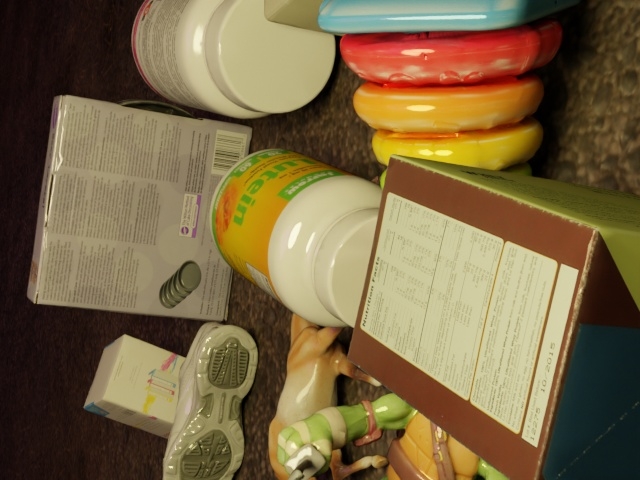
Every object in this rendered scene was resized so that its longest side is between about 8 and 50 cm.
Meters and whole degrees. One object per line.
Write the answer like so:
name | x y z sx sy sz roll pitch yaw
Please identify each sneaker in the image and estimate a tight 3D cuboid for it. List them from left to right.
sneaker | -0.139 0.207 1.309 0.115 0.090 0.232 23 96 69

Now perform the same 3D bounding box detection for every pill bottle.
pill bottle | -0.104 -0.223 1.233 0.283 0.160 0.160 24 106 62
pill bottle | 0.000 0.000 0.984 0.246 0.136 0.136 28 109 61

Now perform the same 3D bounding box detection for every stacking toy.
stacking toy | 0.105 -0.051 0.825 0.166 0.175 0.302 5 110 30

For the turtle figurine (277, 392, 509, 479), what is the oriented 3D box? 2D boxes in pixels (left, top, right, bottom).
turtle figurine | 0.055 0.216 0.769 0.274 0.198 0.266 -89 11 -53

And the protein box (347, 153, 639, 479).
protein box | 0.156 0.045 0.624 0.201 0.200 0.136 30 111 61

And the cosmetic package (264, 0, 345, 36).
cosmetic package | 0.061 -0.321 0.987 0.309 0.113 0.160 -22 64 60

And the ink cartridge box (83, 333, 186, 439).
ink cartridge box | -0.216 0.195 1.398 0.092 0.143 0.090 -30 40 57

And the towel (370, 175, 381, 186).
towel | 0.045 -0.022 1.066 0.083 0.009 0.060 -41 50 54

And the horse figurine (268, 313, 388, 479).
horse figurine | 0.004 0.166 1.044 0.174 0.066 0.263 -3 79 55

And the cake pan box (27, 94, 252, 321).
cake pan box | -0.221 -0.041 1.330 0.070 0.246 0.267 14 97 62
